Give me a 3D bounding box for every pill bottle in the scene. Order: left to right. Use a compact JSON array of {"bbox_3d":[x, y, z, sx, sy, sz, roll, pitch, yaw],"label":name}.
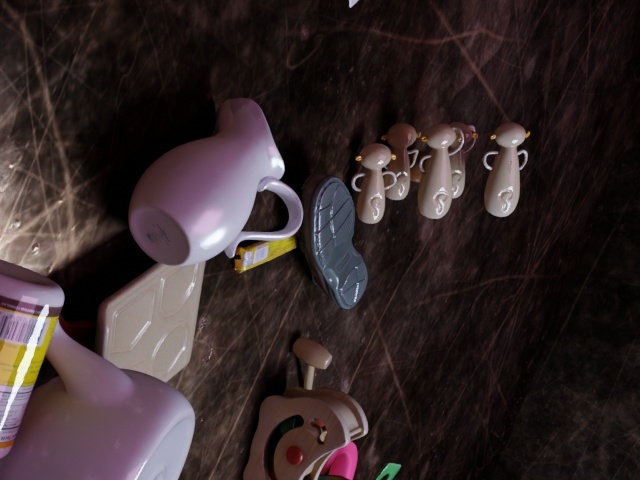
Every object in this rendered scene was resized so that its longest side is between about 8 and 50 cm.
[{"bbox_3d":[-0.329,0.127,1.141,0.117,0.117,0.215,16,95,-65],"label":"pill bottle"}]

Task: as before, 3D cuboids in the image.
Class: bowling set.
[{"bbox_3d":[0.166,-0.136,1.928,0.287,0.200,0.154,-4,116,-16],"label":"bowling set"}]

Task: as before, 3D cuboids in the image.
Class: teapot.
[{"bbox_3d":[-0.262,0.237,1.271,0.252,0.187,0.256,82,32,-72],"label":"teapot"}]

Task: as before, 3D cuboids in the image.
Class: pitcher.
[{"bbox_3d":[-0.112,-0.043,1.400,0.178,0.125,0.207,53,46,-13],"label":"pitcher"}]

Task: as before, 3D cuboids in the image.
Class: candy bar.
[{"bbox_3d":[-0.071,0.009,1.689,0.161,0.018,0.040,-25,127,-56],"label":"candy bar"}]

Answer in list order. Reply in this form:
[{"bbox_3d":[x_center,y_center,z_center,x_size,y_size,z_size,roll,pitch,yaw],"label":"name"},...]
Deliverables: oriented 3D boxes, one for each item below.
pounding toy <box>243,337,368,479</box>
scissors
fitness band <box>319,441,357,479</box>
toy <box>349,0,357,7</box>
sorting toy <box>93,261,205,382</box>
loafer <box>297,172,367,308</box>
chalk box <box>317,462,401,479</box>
[{"bbox_3d":[-0.001,0.298,1.896,0.155,0.154,0.270,-12,120,-61],"label":"pounding toy"},{"bbox_3d":[-0.265,0.113,1.383,0.297,0.021,0.109,-1,109,-65],"label":"scissors"},{"bbox_3d":[-0.026,0.472,2.112,0.291,0.054,0.209,-59,156,-17],"label":"fitness band"},{"bbox_3d":[0.120,-0.432,1.683,0.237,0.056,0.137,-49,147,-37],"label":"toy"},{"bbox_3d":[-0.218,0.148,1.462,0.229,0.041,0.307,-45,154,-50],"label":"sorting toy"},{"bbox_3d":[0.000,0.000,1.764,0.096,0.084,0.267,-49,146,-27],"label":"loafer"},{"bbox_3d":[0.050,0.495,2.003,0.289,0.179,0.180,-67,157,-4],"label":"chalk box"}]
